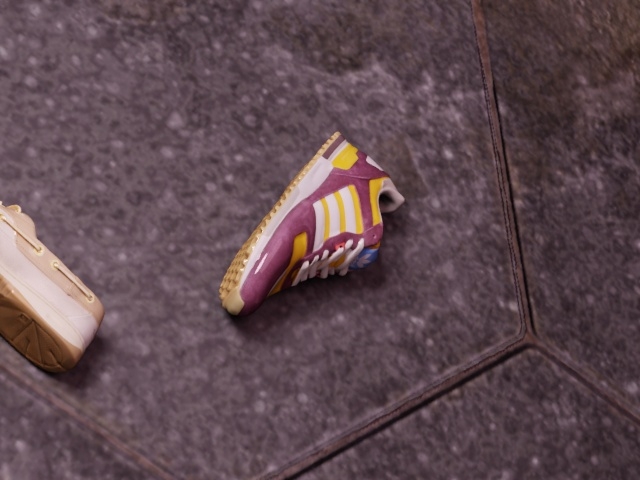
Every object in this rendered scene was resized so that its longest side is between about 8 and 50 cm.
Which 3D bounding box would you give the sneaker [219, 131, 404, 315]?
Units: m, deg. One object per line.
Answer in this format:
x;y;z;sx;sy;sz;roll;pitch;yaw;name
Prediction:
0.000;0.000;1.149;0.084;0.069;0.185;38;51;-3;sneaker

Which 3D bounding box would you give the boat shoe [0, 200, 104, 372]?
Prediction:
-0.206;0.007;1.018;0.170;0.063;0.059;50;46;-13;boat shoe
